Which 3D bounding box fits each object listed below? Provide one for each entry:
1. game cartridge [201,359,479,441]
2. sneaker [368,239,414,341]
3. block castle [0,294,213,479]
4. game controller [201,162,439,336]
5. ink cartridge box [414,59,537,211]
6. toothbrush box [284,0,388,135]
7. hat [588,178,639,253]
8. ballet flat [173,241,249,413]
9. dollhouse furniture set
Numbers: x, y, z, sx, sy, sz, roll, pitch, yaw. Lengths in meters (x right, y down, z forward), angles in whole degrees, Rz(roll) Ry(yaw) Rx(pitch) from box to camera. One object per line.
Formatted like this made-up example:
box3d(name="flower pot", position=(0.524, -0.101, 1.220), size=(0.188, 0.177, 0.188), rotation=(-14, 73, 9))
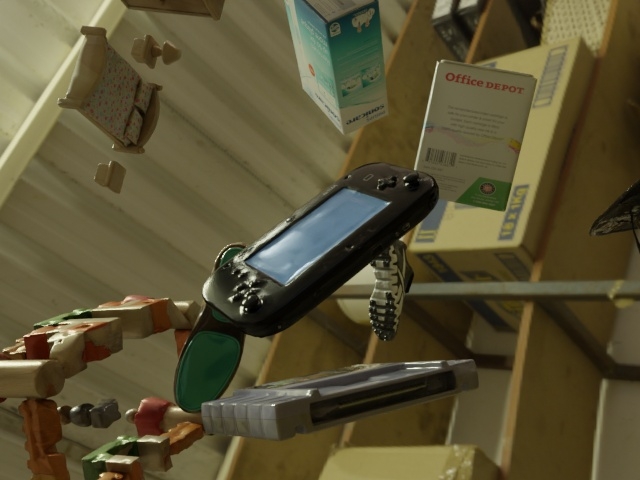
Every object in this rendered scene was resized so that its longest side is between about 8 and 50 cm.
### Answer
box3d(name="game cartridge", position=(0.028, 0.225, 0.990), size=(0.355, 0.230, 0.068), rotation=(-4, -94, -35))
box3d(name="sneaker", position=(0.161, 0.102, 1.458), size=(0.106, 0.078, 0.234), rotation=(-9, -81, -44))
box3d(name="block castle", position=(-0.386, 0.271, 1.138), size=(0.453, 0.213, 0.302), rotation=(-21, -75, -66))
box3d(name="game controller", position=(0.000, 0.000, 0.854), size=(0.319, 0.166, 0.067), rotation=(-37, -49, -20))
box3d(name="ink cartridge box", position=(0.241, -0.168, 1.070), size=(0.093, 0.155, 0.212), rotation=(-45, -34, -74))
box3d(name="toothbrush box", position=(0.035, -0.415, 1.452), size=(0.126, 0.216, 0.295), rotation=(-27, -37, -10))
box3d(name="hat", position=(0.549, -0.020, 0.942), size=(0.332, 0.331, 0.133), rotation=(4, -115, -44))
box3d(name="ballet flat", position=(-0.180, 0.157, 1.219), size=(0.108, 0.106, 0.315), rotation=(22, -93, -7))
box3d(name="dollhouse furniture set", position=(-0.292, -0.277, 1.061), size=(0.303, 0.174, 0.355), rotation=(53, -132, -74))
